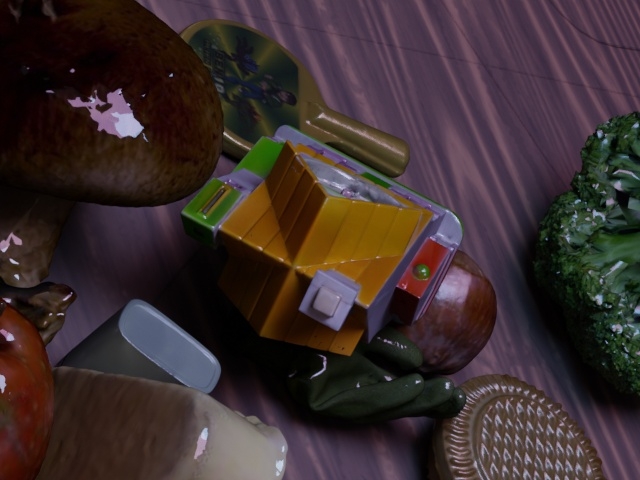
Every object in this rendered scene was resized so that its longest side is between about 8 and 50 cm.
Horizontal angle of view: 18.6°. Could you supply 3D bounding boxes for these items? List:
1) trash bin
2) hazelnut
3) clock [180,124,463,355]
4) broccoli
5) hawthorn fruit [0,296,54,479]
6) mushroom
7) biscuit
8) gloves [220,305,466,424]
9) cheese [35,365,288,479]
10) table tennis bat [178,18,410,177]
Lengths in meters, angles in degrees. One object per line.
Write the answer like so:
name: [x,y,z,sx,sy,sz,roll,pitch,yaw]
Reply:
trash bin: [-0.176,0.129,1.844,0.116,0.130,0.059,38,42,-15]
hazelnut: [0.125,0.080,2.160,0.154,0.143,0.143,36,39,-43]
clock: [0.000,0.000,1.948,0.235,0.166,0.309,28,14,8]
broccoli: [0.440,0.035,2.359,0.413,0.321,0.310,58,12,13]
hawthorn fruit: [-0.344,0.137,1.559,0.275,0.300,0.275,35,27,-21]
mushroom: [-0.252,-0.073,1.840,0.334,0.331,0.356,-51,130,-78]
biscuit: [0.219,0.270,2.137,0.259,0.079,0.259,25,45,-27]
gloves: [0.025,0.133,2.047,0.268,0.107,0.135,21,49,-6]
cheese: [-0.173,0.234,1.600,0.104,0.384,0.384,33,43,-26]
table tennis bat: [-0.036,-0.149,2.257,0.321,0.050,0.198,23,45,-23]
